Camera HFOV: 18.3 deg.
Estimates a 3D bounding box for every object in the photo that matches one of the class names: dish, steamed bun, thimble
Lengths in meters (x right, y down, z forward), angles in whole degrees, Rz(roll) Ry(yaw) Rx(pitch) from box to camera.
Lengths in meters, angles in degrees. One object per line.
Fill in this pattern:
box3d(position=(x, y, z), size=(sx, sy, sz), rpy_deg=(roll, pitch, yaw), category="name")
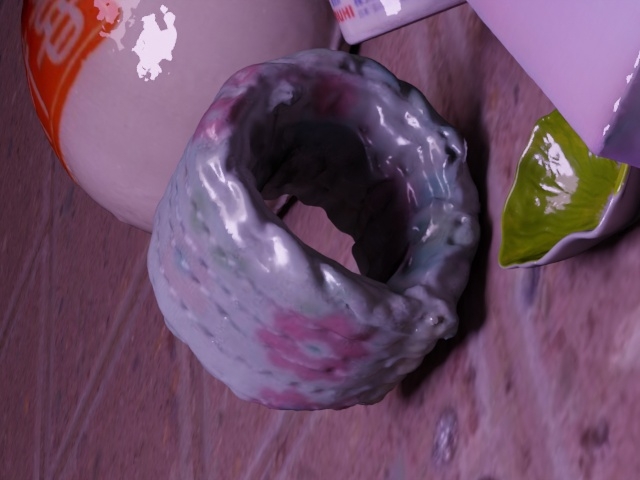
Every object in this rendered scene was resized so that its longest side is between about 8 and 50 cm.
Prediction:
box3d(position=(0.141, -0.024, 1.033), size=(0.137, 0.039, 0.091), rpy_deg=(177, 110, -71), category="dish")
box3d(position=(-0.121, -0.188, 1.641), size=(0.374, 0.241, 0.374), rpy_deg=(-170, 90, -71), category="steamed bun")
box3d(position=(0.000, 0.000, 1.236), size=(0.211, 0.185, 0.149), rpy_deg=(57, 145, 18), category="thimble")

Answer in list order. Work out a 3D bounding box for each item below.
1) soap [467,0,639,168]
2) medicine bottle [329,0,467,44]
box3d(position=(0.142, -0.165, 0.873), size=(0.324, 0.193, 0.109), rpy_deg=(-97, 27, -49), category="soap")
box3d(position=(0.015, -0.298, 1.202), size=(0.341, 0.130, 0.130), rpy_deg=(68, 162, -4), category="medicine bottle")
